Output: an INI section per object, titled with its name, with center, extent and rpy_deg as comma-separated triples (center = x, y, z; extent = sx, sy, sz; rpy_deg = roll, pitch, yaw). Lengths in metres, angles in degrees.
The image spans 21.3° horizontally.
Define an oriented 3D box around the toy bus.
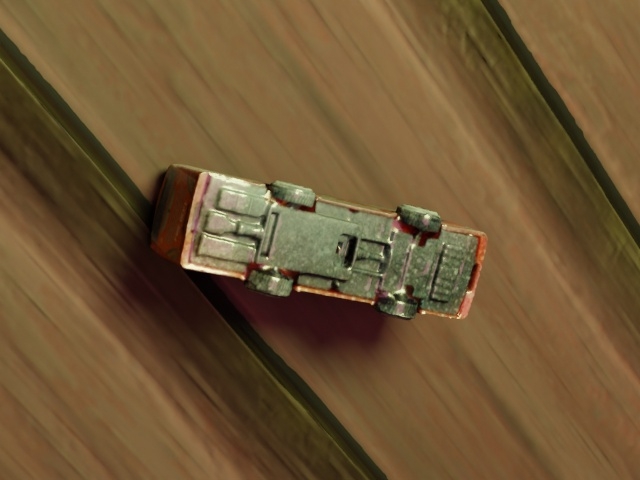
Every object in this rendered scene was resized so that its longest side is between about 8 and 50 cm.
[toy bus]
center = 0.000, 0.000, 0.969
extent = 0.192, 0.077, 0.065
rpy_deg = 11, 96, -32
